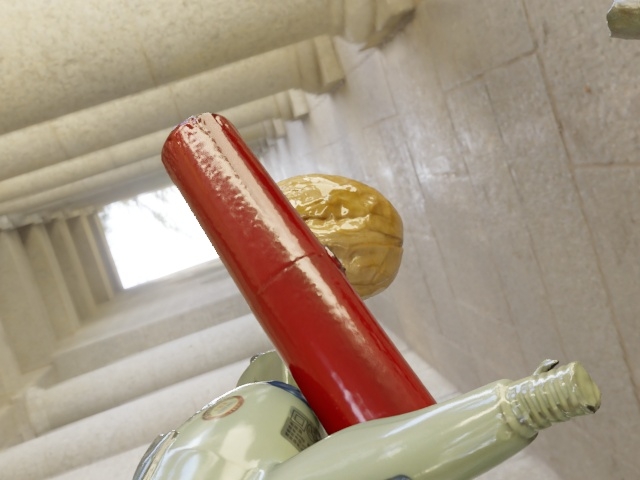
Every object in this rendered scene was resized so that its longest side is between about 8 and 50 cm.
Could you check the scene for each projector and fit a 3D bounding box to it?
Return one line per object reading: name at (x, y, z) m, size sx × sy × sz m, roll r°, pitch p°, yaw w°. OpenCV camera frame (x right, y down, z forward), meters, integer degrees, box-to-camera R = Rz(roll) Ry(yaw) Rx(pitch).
projector at (-0.067, 0.266, 1.154) m, size 0.269 × 0.088 × 0.193 m, roll 128°, pitch 144°, yaw -50°

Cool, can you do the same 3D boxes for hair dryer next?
hair dryer at (-0.044, 0.171, 0.374) m, size 0.119 × 0.296 × 0.298 m, roll 51°, pitch 145°, yaw -9°

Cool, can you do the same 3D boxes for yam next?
yam at (0.613, -0.380, 1.317) m, size 0.259 × 0.093 × 0.093 m, roll 14°, pitch 132°, yaw 38°

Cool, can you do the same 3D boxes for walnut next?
walnut at (0.000, 0.000, 0.928) m, size 0.159 × 0.207 × 0.159 m, roll 180°, pitch 90°, yaw -78°

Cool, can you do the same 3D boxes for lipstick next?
lipstick at (-0.022, 0.027, 0.545) m, size 0.279 × 0.073 × 0.073 m, roll 55°, pitch 168°, yaw 22°
